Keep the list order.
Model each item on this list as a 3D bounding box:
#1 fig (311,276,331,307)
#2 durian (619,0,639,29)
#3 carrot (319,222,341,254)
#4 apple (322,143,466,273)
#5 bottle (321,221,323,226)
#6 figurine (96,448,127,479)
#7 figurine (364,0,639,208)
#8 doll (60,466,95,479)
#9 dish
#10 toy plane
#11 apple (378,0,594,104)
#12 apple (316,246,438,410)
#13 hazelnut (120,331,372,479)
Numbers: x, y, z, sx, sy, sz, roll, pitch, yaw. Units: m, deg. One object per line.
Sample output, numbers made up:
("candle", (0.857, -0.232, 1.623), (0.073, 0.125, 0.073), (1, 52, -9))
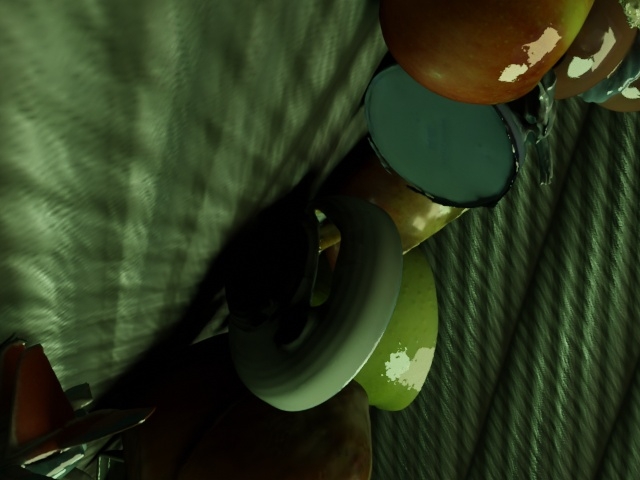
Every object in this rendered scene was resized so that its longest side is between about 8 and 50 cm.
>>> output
("fig", (-0.034, 0.162, 1.284), (0.203, 0.225, 0.203), (-57, -166, 22))
("durian", (0.347, -0.227, 0.677), (0.224, 0.140, 0.078), (37, 66, -53))
("carrot", (0.000, 0.000, 0.993), (0.049, 0.049, 0.254), (-42, -172, -38))
("apple", (0.115, -0.066, 1.073), (0.293, 0.163, 0.251), (-32, 179, -5))
("bottle", (0.092, -0.036, 1.337), (0.120, 0.120, 0.253), (-49, 175, 23))
("figurine", (-0.249, 0.360, 1.319), (0.343, 0.167, 0.285), (-23, 175, 22))
("figurine", (0.259, -0.219, 0.819), (0.388, 0.248, 0.276), (-46, 150, -30))
("doll", (-0.336, 0.347, 0.832), (0.151, 0.151, 0.287), (-42, 179, -41))
("dish", (-0.045, 0.049, 0.851), (0.273, 0.134, 0.273), (-34, -140, 35))
("toy plane", (-0.255, 0.180, 0.409), (0.326, 0.104, 0.223), (-39, -161, -30))
("apple", (0.123, -0.181, 0.541), (0.163, 0.139, 0.163), (-59, 177, -6))
("apple", (0.087, 0.177, 1.504), (0.320, 0.312, 0.360), (42, 49, -78))
("hazelnut", (-0.104, 0.292, 0.996), (0.372, 0.372, 0.315), (-45, 145, -12))
